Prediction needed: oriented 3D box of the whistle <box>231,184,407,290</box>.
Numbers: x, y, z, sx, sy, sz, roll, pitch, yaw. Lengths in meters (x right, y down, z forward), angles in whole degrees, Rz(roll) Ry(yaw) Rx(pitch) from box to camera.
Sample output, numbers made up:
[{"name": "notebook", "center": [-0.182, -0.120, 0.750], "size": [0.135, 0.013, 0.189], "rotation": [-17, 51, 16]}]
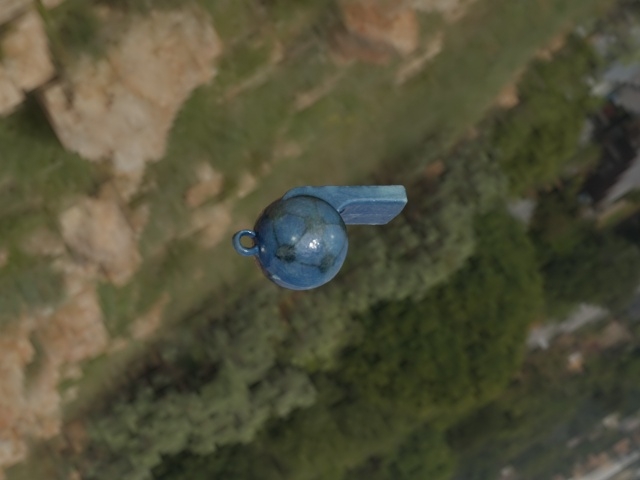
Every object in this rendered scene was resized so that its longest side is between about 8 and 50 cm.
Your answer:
[{"name": "whistle", "center": [0.000, 0.000, 1.462], "size": [0.158, 0.090, 0.090], "rotation": [-1, 152, -22]}]
